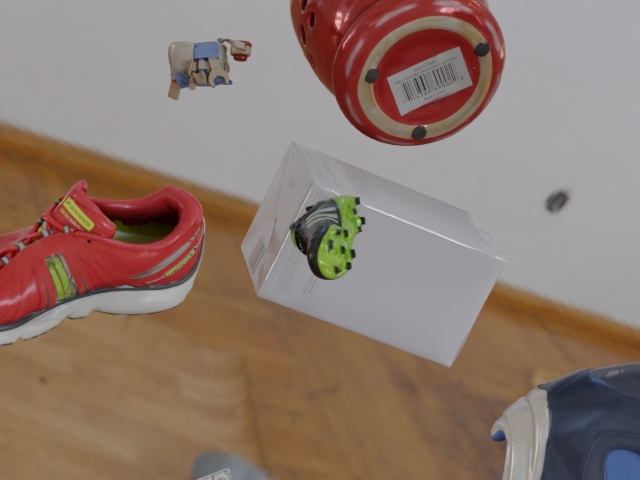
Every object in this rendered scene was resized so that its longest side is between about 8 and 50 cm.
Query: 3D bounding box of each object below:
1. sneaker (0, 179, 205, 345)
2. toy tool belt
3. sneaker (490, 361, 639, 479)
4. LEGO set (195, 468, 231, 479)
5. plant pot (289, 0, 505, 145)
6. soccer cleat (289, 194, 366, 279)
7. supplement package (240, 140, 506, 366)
[{"bbox_3d":[-0.225,0.004,1.291,0.279,0.118,0.107,-12,48,-31],"label":"sneaker"},{"bbox_3d":[-0.103,-0.156,1.426,0.083,0.051,0.052,-1,-8,21],"label":"toy tool belt"},{"bbox_3d":[0.274,0.275,1.399,0.130,0.236,0.323,-7,78,-62],"label":"sneaker"},{"bbox_3d":[-0.179,0.407,1.878,0.182,0.244,0.060,-19,22,-26],"label":"LEGO set"},{"bbox_3d":[0.078,-0.202,1.496,0.191,0.191,0.174,24,25,-28],"label":"plant pot"},{"bbox_3d":[0.000,0.000,1.623,0.179,0.072,0.060,-63,140,-67],"label":"soccer cleat"},{"bbox_3d":[0.067,0.018,2.073,0.293,0.175,0.177,21,16,-18],"label":"supplement package"}]
